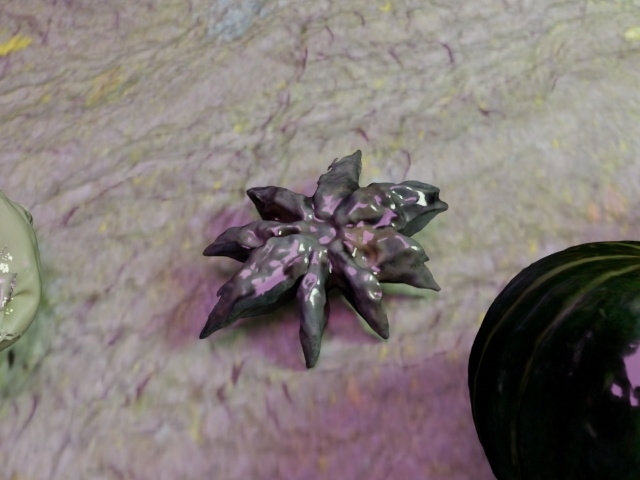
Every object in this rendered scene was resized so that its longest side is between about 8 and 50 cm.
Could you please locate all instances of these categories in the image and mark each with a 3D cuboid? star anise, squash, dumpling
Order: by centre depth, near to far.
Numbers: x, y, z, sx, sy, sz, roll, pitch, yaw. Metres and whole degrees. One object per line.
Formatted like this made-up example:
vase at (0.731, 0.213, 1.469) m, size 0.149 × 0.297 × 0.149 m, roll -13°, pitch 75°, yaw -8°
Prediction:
squash at (0.189, 0.086, 0.472) m, size 0.218 × 0.218 × 0.172 m, roll 7°, pitch 91°, yaw 15°
dumpling at (-0.275, 0.024, 0.650) m, size 0.136 × 0.118 × 0.199 m, roll -9°, pitch 29°, yaw -1°
star anise at (0.000, 0.000, 0.653) m, size 0.204 × 0.061 × 0.180 m, roll -13°, pitch 50°, yaw -1°
